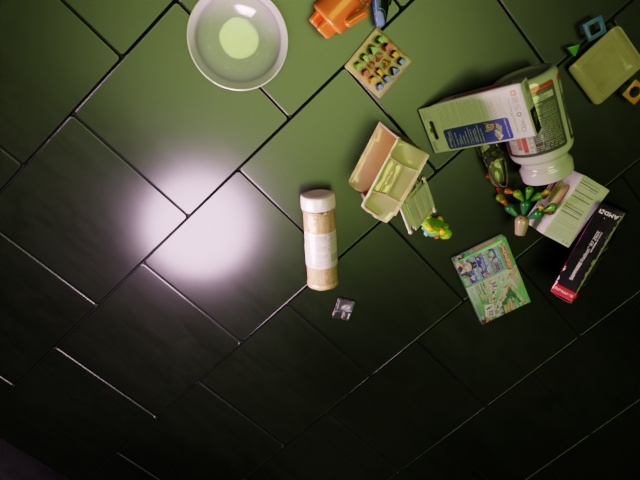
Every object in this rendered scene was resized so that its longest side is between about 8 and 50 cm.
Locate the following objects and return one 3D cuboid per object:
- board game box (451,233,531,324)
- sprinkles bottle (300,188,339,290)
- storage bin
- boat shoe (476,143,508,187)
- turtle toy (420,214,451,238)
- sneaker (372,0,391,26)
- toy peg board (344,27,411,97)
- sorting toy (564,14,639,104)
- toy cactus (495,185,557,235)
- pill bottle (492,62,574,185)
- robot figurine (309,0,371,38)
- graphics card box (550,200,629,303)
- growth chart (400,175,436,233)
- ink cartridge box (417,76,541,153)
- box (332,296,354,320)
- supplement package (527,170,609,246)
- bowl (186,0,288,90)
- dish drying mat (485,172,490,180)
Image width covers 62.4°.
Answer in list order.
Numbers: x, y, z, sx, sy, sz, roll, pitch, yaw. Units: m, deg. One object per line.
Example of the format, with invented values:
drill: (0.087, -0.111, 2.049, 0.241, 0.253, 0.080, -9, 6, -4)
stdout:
board game box: (0.669, 0.156, 2.068, 0.214, 0.046, 0.317, -27, 112, 4)
sprinkles bottle: (0.000, 0.000, 1.898, 0.121, 0.121, 0.355, -5, 112, -4)
storage bin: (0.213, -0.229, 1.752, 0.123, 0.262, 0.260, 23, 108, -16)
boat shoe: (0.614, -0.288, 1.863, 0.080, 0.073, 0.223, -25, 108, 4)
turtle toy: (0.426, -0.042, 1.946, 0.130, 0.095, 0.066, 15, 131, -10)
sneaker: (0.206, -0.782, 1.625, 0.091, 0.081, 0.232, -3, 112, 1)
toy peg board: (0.192, -0.570, 1.710, 0.161, 0.079, 0.161, 38, 104, -18)
sorting toy: (0.966, -0.592, 1.796, 0.196, 0.047, 0.348, -42, 109, 16)
toy cactus: (0.732, -0.110, 1.906, 0.219, 0.112, 0.180, 13, 109, 27)
pill bottle: (0.719, -0.381, 1.767, 0.210, 0.210, 0.362, -23, 112, 4)
robot figurine: (0.070, -0.721, 1.605, 0.128, 0.158, 0.219, 37, 110, -29)
graphics card box: (0.998, 0.038, 1.956, 0.094, 0.233, 0.370, 33, 113, 28)
growth chart: (0.337, -0.132, 1.847, 0.021, 0.237, 0.171, -4, 113, 39)
ink cartridge box: (0.510, -0.398, 1.728, 0.371, 0.069, 0.175, -4, 121, 44)
box: (0.090, 0.268, 2.070, 0.067, 0.018, 0.083, 15, 110, -11)
supplement package: (0.891, -0.125, 1.926, 0.134, 0.139, 0.244, 25, 106, -16)
bowl: (-0.250, -0.616, 1.618, 0.298, 0.134, 0.297, -2, 112, -5)
dish drying mat: (0.635, -0.256, 1.918, 0.032, 0.008, 0.083, 34, 105, -16)
